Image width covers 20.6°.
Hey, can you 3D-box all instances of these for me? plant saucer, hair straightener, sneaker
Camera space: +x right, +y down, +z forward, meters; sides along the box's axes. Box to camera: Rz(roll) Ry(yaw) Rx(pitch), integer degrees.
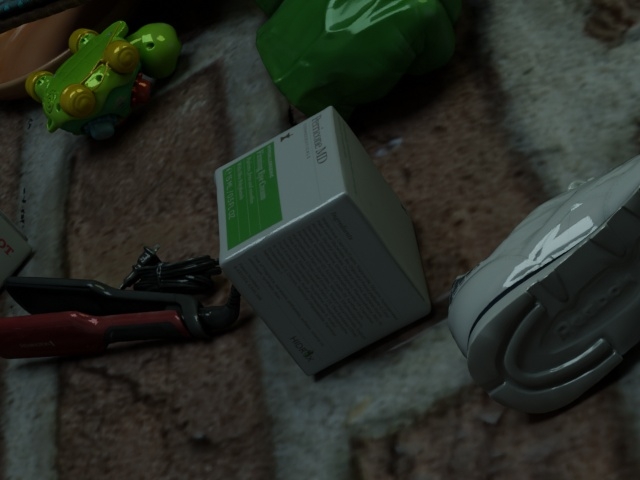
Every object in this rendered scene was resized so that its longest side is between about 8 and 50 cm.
[{"bbox_3d":[-0.227,-0.192,1.558,0.200,0.037,0.200,-25,34,19],"label":"plant saucer"},{"bbox_3d":[-0.125,0.028,1.166,0.230,0.047,0.089,-10,42,37],"label":"hair straightener"},{"bbox_3d":[0.165,-0.012,0.896,0.235,0.090,0.095,-32,23,8],"label":"sneaker"}]

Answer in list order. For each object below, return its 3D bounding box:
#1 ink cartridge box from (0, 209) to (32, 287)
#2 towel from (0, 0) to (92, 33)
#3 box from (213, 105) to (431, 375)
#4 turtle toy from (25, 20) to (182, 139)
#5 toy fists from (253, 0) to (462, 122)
[{"bbox_3d":[-0.304,0.022,1.295,0.063,0.109,0.150,5,52,53],"label":"ink cartridge box"},{"bbox_3d":[-0.119,-0.314,1.541,0.271,0.040,0.370,-14,29,32],"label":"towel"},{"bbox_3d":[0.000,0.000,1.024,0.087,0.102,0.101,-28,32,13],"label":"box"},{"bbox_3d":[-0.165,-0.128,1.385,0.130,0.066,0.095,-46,32,-12],"label":"turtle toy"},{"bbox_3d":[0.026,-0.189,1.246,0.142,0.096,0.279,-46,29,18],"label":"toy fists"}]
